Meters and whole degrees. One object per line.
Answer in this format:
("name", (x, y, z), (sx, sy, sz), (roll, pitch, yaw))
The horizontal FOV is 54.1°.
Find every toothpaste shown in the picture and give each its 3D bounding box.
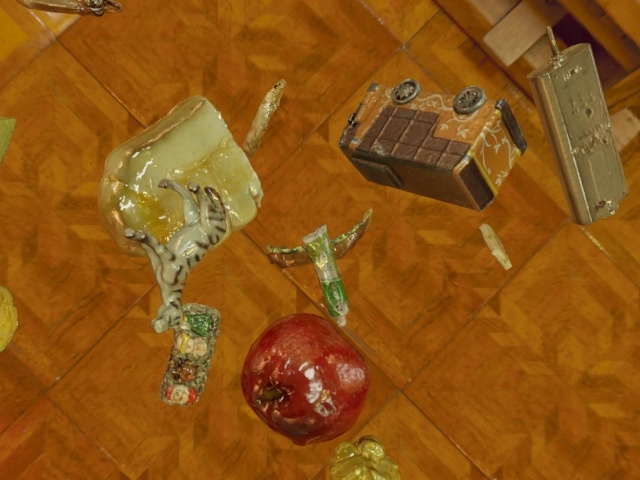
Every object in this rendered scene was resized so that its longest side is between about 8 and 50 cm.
("toothpaste", (0.019, 0.087, 1.427), (0.078, 0.047, 0.248), (-32, 116, -35))

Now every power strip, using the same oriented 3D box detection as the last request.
("power strip", (0.326, -0.146, 0.796), (0.092, 0.034, 0.268), (-35, 114, -16))

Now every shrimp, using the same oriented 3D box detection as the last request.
("shrimp", (-0.349, -0.343, 0.865), (0.190, 0.042, 0.101), (21, 45, 21))

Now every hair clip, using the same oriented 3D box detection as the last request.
("hair clip", (-0.375, 0.344, 1.791), (0.138, 0.091, 0.321), (13, 104, -8))

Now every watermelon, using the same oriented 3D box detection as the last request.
("watermelon", (-0.977, 0.226, 1.797), (0.127, 0.232, 0.204), (1, 74, 5))

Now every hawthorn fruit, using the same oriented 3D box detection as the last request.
("hawthorn fruit", (-0.038, 0.236, 1.068), (0.210, 0.266, 0.230), (-38, 72, 16))

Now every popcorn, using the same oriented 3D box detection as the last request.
("popcorn", (0.120, 0.656, 1.682), (0.195, 0.256, 0.255), (-33, 58, 28))

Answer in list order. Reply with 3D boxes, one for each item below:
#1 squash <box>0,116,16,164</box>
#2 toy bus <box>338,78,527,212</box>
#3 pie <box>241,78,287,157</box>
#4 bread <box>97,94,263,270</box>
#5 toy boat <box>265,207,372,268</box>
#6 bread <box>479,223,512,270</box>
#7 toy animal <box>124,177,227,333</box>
("squash", (-0.639, -0.122, 1.019), (0.237, 0.204, 0.155), (-2, 107, -4))
("toy bus", (0.209, -0.191, 1.233), (0.323, 0.162, 0.194), (21, 75, 43))
("pie", (-0.175, -0.380, 1.950), (0.055, 0.274, 0.274), (27, 87, -8))
("bread", (-0.316, -0.097, 1.336), (0.341, 0.210, 0.300), (-49, 117, -29))
("toy boat", (0.006, 0.010, 1.579), (0.293, 0.108, 0.099), (-18, 84, 10))
("bread", (0.441, 0.014, 1.579), (0.028, 0.153, 0.068), (-36, 109, 19))
("toy animal", (-0.246, 0.018, 1.026), (0.090, 0.170, 0.255), (21, 83, 36))
